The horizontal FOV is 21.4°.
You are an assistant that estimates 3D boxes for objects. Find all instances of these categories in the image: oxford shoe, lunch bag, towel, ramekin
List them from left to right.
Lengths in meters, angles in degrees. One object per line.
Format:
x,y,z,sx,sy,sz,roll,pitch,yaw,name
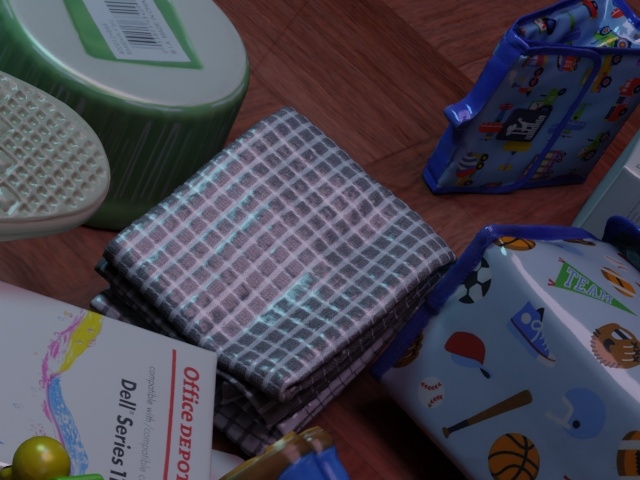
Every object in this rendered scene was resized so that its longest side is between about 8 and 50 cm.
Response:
-0.396,-0.061,1.365,0.449,0.130,0.169,1,59,-20,oxford shoe
-0.219,-0.167,1.706,0.303,0.148,0.303,20,37,-16,ramekin
-0.041,0.029,1.555,0.235,0.121,0.283,42,55,10,towel
0.242,-0.169,1.986,0.293,0.221,0.138,-14,55,-45,lunch bag
0.297,0.151,1.645,0.328,0.239,0.385,49,23,24,lunch bag

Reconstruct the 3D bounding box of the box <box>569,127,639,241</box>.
0.367,-0.025,1.938,0.119,0.182,0.181,35,36,4,box

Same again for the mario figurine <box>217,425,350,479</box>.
0.022,0.315,1.319,0.198,0.170,0.320,-22,71,-40,mario figurine

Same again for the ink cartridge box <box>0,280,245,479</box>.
-0.200,0.160,1.350,0.353,0.119,0.207,20,36,-17,ink cartridge box

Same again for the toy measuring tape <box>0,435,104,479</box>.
-0.188,0.303,1.184,0.121,0.121,0.330,-2,79,-38,toy measuring tape
